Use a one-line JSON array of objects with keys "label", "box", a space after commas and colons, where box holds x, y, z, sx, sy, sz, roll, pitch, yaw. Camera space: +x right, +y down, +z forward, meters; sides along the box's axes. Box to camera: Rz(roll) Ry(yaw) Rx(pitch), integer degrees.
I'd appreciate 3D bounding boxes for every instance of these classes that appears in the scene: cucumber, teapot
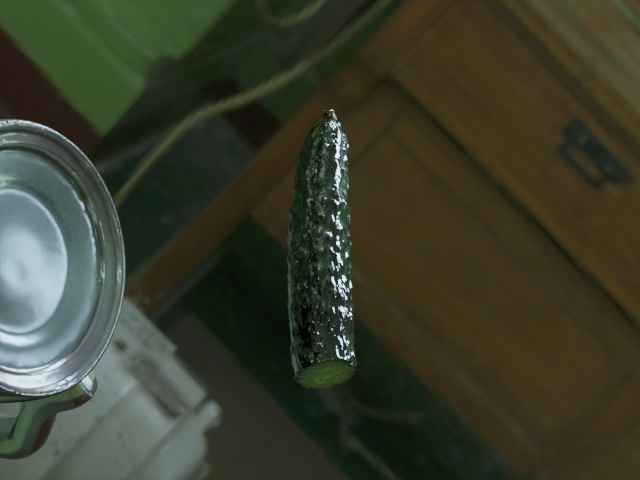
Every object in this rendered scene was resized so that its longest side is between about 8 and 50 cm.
[{"label": "cucumber", "box": [0.000, 0.000, 1.578, 0.067, 0.067, 0.294, 24, 51, -35]}, {"label": "teapot", "box": [-0.339, 0.061, 1.447, 0.233, 0.312, 0.315, -49, 123, -45]}]
